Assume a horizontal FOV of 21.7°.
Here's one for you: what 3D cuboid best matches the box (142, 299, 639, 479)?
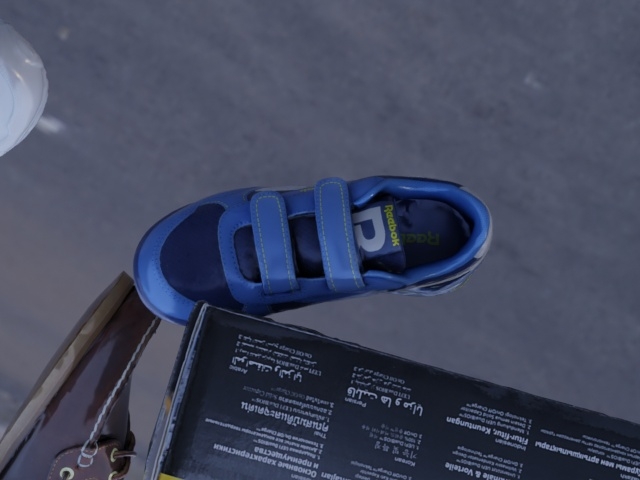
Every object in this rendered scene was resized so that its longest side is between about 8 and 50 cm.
[{"bbox_3d":[0.086,0.131,0.697,0.322,0.079,0.257,16,164,-2],"label":"box"}]

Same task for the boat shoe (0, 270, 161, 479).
[{"bbox_3d":[-0.134,0.112,0.877,0.073,0.207,0.073,34,-162,-3],"label":"boat shoe"}]

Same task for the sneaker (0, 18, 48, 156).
[{"bbox_3d":[-0.250,-0.049,0.962,0.232,0.115,0.090,-28,110,35],"label":"sneaker"}]

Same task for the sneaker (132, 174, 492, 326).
[{"bbox_3d":[0.000,0.000,0.640,0.144,0.053,0.059,-9,174,-16],"label":"sneaker"}]
